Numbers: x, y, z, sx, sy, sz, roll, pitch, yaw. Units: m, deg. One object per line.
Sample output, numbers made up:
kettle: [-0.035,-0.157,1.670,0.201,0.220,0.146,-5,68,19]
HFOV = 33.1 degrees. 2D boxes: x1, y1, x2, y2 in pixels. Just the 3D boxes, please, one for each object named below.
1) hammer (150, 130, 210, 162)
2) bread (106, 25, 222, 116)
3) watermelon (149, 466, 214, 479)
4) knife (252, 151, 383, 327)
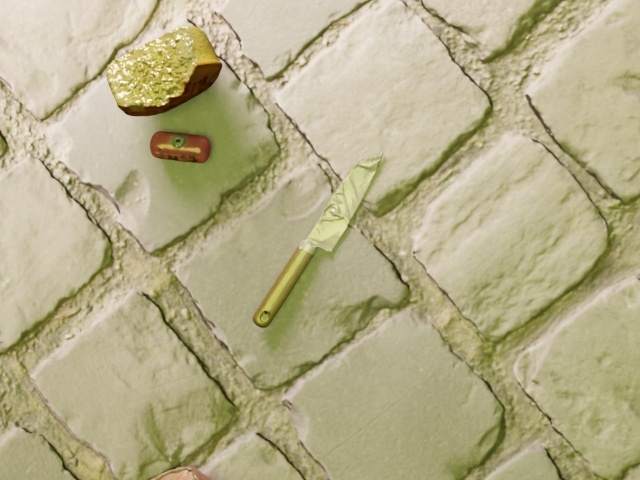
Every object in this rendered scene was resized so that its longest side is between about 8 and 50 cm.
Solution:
hammer: [-0.194,-0.129,1.486,0.083,0.043,0.043,8,98,4]
bread: [-0.199,-0.220,1.435,0.156,0.125,0.086,-25,86,19]
watermelon: [-0.188,0.483,1.479,0.292,0.222,0.319,-39,92,5]
knife: [0.000,0.000,1.495,0.047,0.017,0.298,32,96,-1]
